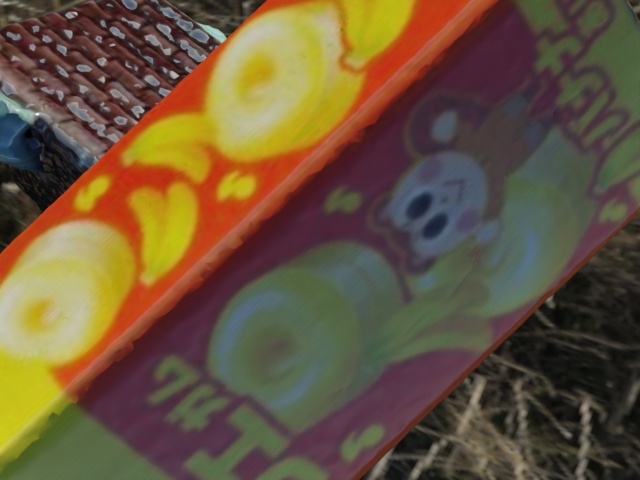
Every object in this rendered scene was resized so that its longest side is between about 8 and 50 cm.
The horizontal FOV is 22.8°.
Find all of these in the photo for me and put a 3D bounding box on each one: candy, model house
[{"bbox_3d":[0.000,0.000,0.586,0.276,0.088,0.146,-45,137,0],"label":"candy"},{"bbox_3d":[-0.097,-0.002,0.997,0.230,0.280,0.248,-58,155,14],"label":"model house"}]
